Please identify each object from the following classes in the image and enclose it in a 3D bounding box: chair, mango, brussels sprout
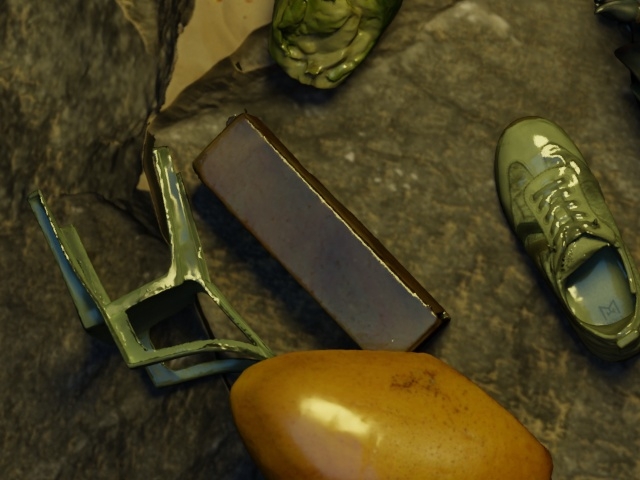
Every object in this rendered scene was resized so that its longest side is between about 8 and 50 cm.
[{"bbox_3d":[-0.158,0.056,1.870,0.190,0.203,0.275,-23,81,-2],"label":"chair"},{"bbox_3d":[0.071,0.211,1.794,0.350,0.199,0.201,21,115,-19],"label":"mango"},{"bbox_3d":[0.021,-0.255,1.866,0.131,0.145,0.183,19,138,-13],"label":"brussels sprout"}]

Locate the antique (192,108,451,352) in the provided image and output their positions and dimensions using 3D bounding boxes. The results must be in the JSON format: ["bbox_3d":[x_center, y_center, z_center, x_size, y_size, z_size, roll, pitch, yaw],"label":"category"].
[{"bbox_3d":[0.000,0.000,1.890,0.087,0.093,0.310,-45,83,8],"label":"antique"}]

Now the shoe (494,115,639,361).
[{"bbox_3d":[0.262,-0.003,1.842,0.103,0.098,0.275,-30,84,5],"label":"shoe"}]

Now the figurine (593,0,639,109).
[{"bbox_3d":[0.367,-0.218,1.774,0.175,0.197,0.265,-15,67,11],"label":"figurine"}]
